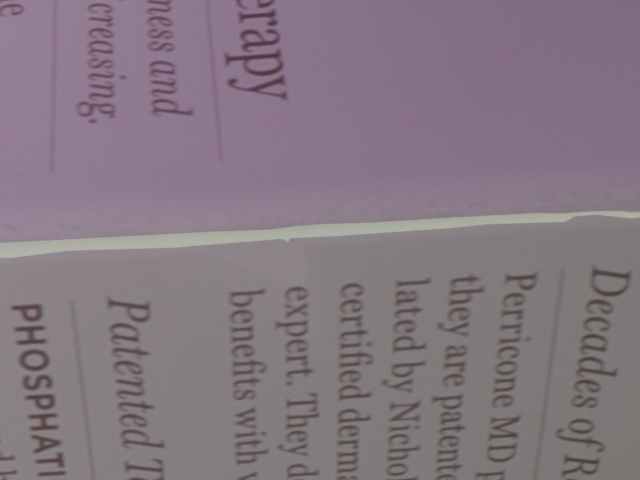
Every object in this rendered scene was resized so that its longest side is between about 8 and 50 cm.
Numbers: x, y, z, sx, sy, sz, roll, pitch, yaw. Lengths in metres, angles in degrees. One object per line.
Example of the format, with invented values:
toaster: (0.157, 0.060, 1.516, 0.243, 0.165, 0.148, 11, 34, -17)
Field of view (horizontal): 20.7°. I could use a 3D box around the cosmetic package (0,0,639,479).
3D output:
cosmetic package: (0.000, 0.000, 0.717, 0.394, 0.329, 0.327, -4, 133, -4)
